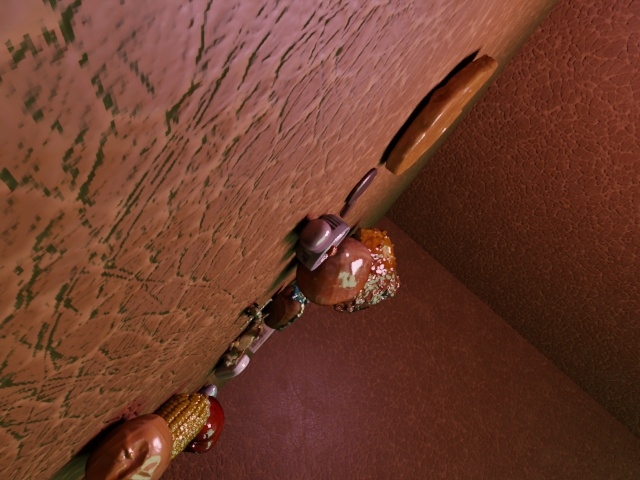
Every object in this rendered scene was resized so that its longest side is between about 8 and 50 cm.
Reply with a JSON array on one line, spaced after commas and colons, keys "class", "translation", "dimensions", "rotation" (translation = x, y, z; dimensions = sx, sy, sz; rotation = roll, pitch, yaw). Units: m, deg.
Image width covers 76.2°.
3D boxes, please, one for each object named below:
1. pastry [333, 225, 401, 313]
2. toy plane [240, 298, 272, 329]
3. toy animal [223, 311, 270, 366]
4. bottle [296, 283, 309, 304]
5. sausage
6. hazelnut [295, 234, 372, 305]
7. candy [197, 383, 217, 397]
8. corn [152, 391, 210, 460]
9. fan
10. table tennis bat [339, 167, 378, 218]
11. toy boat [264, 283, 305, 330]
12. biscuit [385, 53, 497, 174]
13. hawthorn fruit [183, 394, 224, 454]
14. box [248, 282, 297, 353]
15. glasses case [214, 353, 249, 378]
[{"class": "pastry", "translation": [0.185, 0.150, 1.831], "dimensions": [0.405, 0.337, 0.292], "rotation": [-45, -164, -13]}, {"class": "toy plane", "translation": [-0.159, 0.176, 0.994], "dimensions": [0.102, 0.040, 0.111], "rotation": [-48, 173, -15]}, {"class": "toy animal", "translation": [-0.235, 0.310, 1.288], "dimensions": [0.241, 0.056, 0.099], "rotation": [-50, 180, 3]}, {"class": "bottle", "translation": [-0.013, 0.139, 1.444], "dimensions": [0.112, 0.112, 0.260], "rotation": [-52, 173, 35]}, {"class": "sausage", "translation": [-0.334, 0.388, 0.737], "dimensions": [0.136, 0.120, 0.241], "rotation": [-31, 167, -30]}, {"class": "hazelnut", "translation": [0.036, 0.073, 1.066], "dimensions": [0.214, 0.176, 0.214], "rotation": [-39, 169, -9]}, {"class": "candy", "translation": [-0.468, 0.632, 1.564], "dimensions": [0.174, 0.071, 0.138], "rotation": [-45, 173, -30]}, {"class": "corn", "translation": [-0.384, 0.476, 0.976], "dimensions": [0.119, 0.119, 0.322], "rotation": [-51, 173, 30]}, {"class": "fan", "translation": [0.000, 0.000, 0.840], "dimensions": [0.130, 0.074, 0.244], "rotation": [-47, 173, 1]}, {"class": "table tennis bat", "translation": [0.129, -0.082, 1.015], "dimensions": [0.107, 0.119, 0.170], "rotation": [-42, 170, -43]}, {"class": "toy boat", "translation": [-0.129, 0.236, 1.322], "dimensions": [0.099, 0.109, 0.293], "rotation": [-12, 156, -28]}, {"class": "biscuit", "translation": [0.280, -0.298, 0.998], "dimensions": [0.351, 0.057, 0.312], "rotation": [-45, 174, -16]}, {"class": "hawthorn fruit", "translation": [-0.425, 0.622, 1.419], "dimensions": [0.185, 0.185, 0.202], "rotation": [-51, -170, 24]}, {"class": "box", "translation": [-0.150, 0.288, 1.672], "dimensions": [0.353, 0.069, 0.214], "rotation": [-48, 174, 20]}, {"class": "glasses case", "translation": [-0.305, 0.431, 1.396], "dimensions": [0.197, 0.049, 0.076], "rotation": [-30, -167, 50]}]
